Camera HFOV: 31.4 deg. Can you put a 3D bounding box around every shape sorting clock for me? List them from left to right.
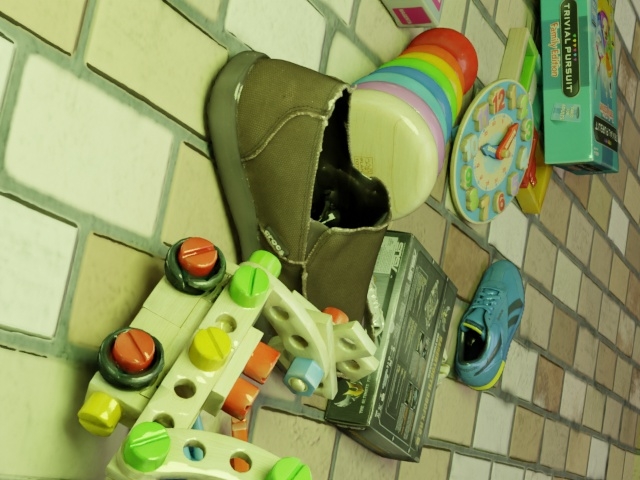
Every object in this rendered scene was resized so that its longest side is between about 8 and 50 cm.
[{"bbox_3d":[0.242,-0.122,1.580,0.206,0.040,0.206,-19,115,-46],"label":"shape sorting clock"}]

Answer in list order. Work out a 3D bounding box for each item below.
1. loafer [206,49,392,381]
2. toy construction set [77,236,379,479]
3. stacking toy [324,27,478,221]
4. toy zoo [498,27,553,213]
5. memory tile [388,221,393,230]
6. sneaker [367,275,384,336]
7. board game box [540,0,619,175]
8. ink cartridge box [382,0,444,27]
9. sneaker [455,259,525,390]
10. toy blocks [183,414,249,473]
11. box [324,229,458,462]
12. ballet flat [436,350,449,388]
[{"bbox_3d":[0.000,0.000,1.056,0.134,0.130,0.366,-58,143,-42],"label":"loafer"},{"bbox_3d":[-0.060,0.122,0.879,0.151,0.215,0.328,-62,178,35],"label":"toy construction set"},{"bbox_3d":[0.100,-0.146,1.247,0.330,0.141,0.141,-51,138,-56],"label":"stacking toy"},{"bbox_3d":[0.328,-0.171,1.788,0.293,0.030,0.192,50,51,-54],"label":"toy zoo"},{"bbox_3d":[0.087,-0.088,1.345,0.148,0.012,0.113,-62,145,-39],"label":"memory tile"},{"bbox_3d":[0.045,0.073,1.238,0.054,0.061,0.152,49,51,-53],"label":"sneaker"},{"bbox_3d":[0.424,-0.283,1.850,0.254,0.079,0.336,2,86,-66],"label":"board game box"},{"bbox_3d":[0.111,-0.421,1.282,0.186,0.065,0.311,38,59,-60],"label":"ink cartridge box"},{"bbox_3d":[0.240,0.108,1.624,0.082,0.069,0.209,54,48,-48],"label":"sneaker"},{"bbox_3d":[-0.089,0.199,1.001,0.123,0.054,0.148,-37,127,-55],"label":"toy blocks"},{"bbox_3d":[0.089,0.127,1.339,0.183,0.056,0.231,45,55,-58],"label":"box"},{"bbox_3d":[0.147,0.160,1.480,0.041,0.041,0.114,-54,140,-46],"label":"ballet flat"}]
